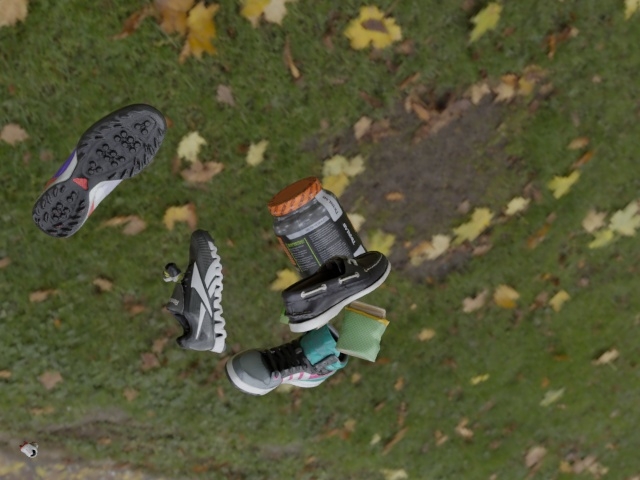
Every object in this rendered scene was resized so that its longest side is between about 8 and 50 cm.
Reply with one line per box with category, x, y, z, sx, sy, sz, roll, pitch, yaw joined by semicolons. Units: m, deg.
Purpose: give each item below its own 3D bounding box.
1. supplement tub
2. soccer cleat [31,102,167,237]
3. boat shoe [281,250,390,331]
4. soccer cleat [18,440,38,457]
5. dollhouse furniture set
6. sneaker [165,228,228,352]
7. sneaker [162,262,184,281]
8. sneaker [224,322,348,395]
supplement tub;0.000;0.000;1.548;0.117;0.117;0.190;-32;108;-8
soccer cleat;-0.364;-0.133;1.597;0.108;0.116;0.318;37;121;-20
boat shoe;0.013;0.033;0.823;0.125;0.046;0.038;-32;110;-37
soccer cleat;-0.614;0.445;2.046;0.029;0.035;0.083;-41;170;-11
dollhouse furniture set;0.021;0.108;1.334;0.058;0.151;0.076;113;-6;-73
sneaker;-0.235;0.096;1.785;0.106;0.078;0.234;-4;87;-27
sneaker;-0.286;0.057;1.854;0.031;0.083;0.035;-33;104;-26
sneaker;-0.047;0.242;2.040;0.295;0.124;0.178;2;143;-48
